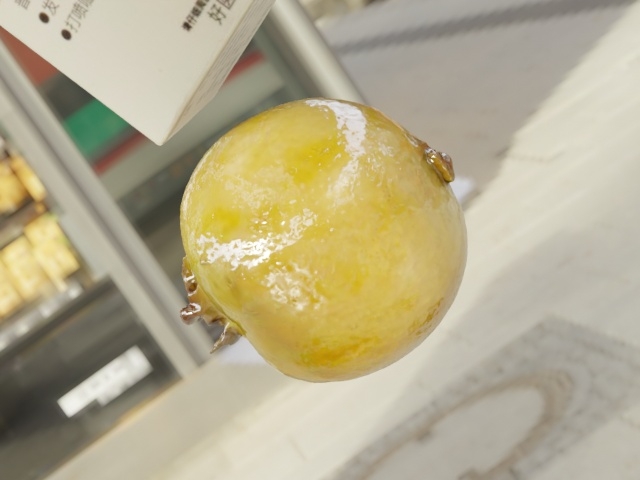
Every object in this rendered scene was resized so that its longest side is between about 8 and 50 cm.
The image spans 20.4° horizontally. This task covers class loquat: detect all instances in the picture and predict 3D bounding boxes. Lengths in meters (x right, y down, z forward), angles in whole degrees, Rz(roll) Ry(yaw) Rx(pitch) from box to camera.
[{"bbox_3d":[0.000,0.000,0.926,0.163,0.163,0.137,-33,35,8],"label":"loquat"}]

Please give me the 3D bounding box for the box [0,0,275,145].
[{"bbox_3d":[-0.072,-0.226,0.787,0.353,0.214,0.069,-53,0,39],"label":"box"}]
